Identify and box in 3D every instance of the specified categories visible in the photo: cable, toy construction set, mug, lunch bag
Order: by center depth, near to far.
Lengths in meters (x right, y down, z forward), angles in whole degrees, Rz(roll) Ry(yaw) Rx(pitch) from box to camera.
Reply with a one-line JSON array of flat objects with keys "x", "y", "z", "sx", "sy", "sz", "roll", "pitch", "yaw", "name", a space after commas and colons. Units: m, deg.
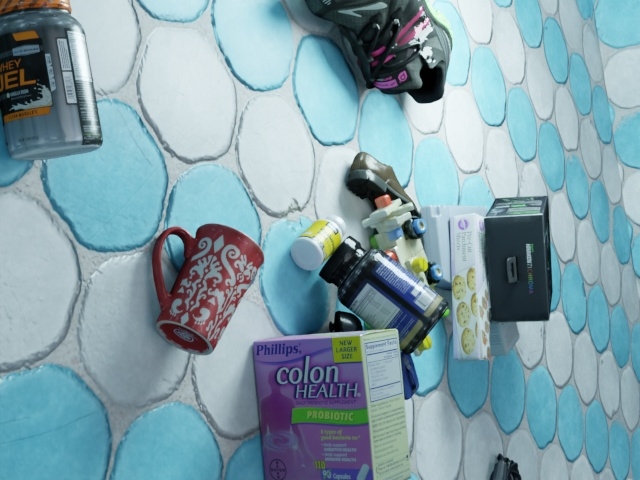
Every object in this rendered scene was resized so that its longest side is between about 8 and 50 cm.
[{"x": -0.183, "y": 0.069, "z": 1.309, "sx": 0.113, "sy": 0.150, "sz": 0.169, "roll": 97, "pitch": 14, "yaw": -58, "name": "mug"}, {"x": 0.151, "y": 0.059, "z": 1.743, "sx": 0.215, "sy": 0.151, "sz": 0.327, "roll": -29, "pitch": 114, "yaw": -48, "name": "toy construction set"}, {"x": 0.157, "y": 0.273, "z": 1.768, "sx": 0.067, "sy": 0.065, "sz": 0.098, "roll": -37, "pitch": 113, "yaw": -52, "name": "lunch bag"}, {"x": 0.443, "y": 0.617, "z": 2.141, "sx": 0.150, "sy": 0.047, "sz": 0.184, "roll": 52, "pitch": 42, "yaw": -43, "name": "cable"}]

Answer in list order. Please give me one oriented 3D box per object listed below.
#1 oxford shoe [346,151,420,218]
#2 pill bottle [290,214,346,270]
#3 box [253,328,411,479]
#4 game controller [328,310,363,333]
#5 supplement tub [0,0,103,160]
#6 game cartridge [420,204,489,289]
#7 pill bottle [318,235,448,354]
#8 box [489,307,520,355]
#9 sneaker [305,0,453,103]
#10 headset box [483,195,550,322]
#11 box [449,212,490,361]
[{"x": 0.139, "y": -0.107, "z": 1.804, "sx": 0.227, "sy": 0.083, "sz": 0.096, "roll": 42, "pitch": 46, "yaw": -45, "name": "oxford shoe"}, {"x": 0.000, "y": 0.000, "z": 1.594, "sx": 0.116, "sy": 0.065, "sz": 0.065, "roll": -45, "pitch": 120, "yaw": -50, "name": "pill bottle"}, {"x": 0.017, "y": 0.272, "z": 1.434, "sx": 0.117, "sy": 0.213, "sz": 0.243, "roll": 1, "pitch": 83, "yaw": -56, "name": "box"}, {"x": 0.051, "y": 0.283, "z": 1.573, "sx": 0.166, "sy": 0.067, "sz": 0.319, "roll": 17, "pitch": 67, "yaw": -80, "name": "game controller"}, {"x": -0.341, "y": -0.200, "z": 1.095, "sx": 0.117, "sy": 0.117, "sz": 0.190, "roll": -13, "pitch": 93, "yaw": -55, "name": "supplement tub"}, {"x": 0.325, "y": 0.017, "z": 2.073, "sx": 0.297, "sy": 0.062, "sz": 0.198, "roll": -1, "pitch": 89, "yaw": -55, "name": "game cartridge"}, {"x": 0.110, "y": 0.093, "z": 1.593, "sx": 0.219, "sy": 0.123, "sz": 0.123, "roll": 39, "pitch": 40, "yaw": 7, "name": "pill bottle"}, {"x": 0.403, "y": 0.215, "z": 2.102, "sx": 0.102, "sy": 0.101, "sz": 0.087, "roll": -34, "pitch": 112, "yaw": -52, "name": "box"}, {"x": 0.141, "y": -0.405, "z": 1.774, "sx": 0.483, "sy": 0.185, "sz": 0.202, "roll": 17, "pitch": 66, "yaw": -52, "name": "sneaker"}, {"x": 0.462, "y": 0.039, "z": 2.047, "sx": 0.283, "sy": 0.131, "sz": 0.246, "roll": -39, "pitch": 124, "yaw": -70, "name": "headset box"}, {"x": 0.330, "y": 0.105, "z": 1.962, "sx": 0.063, "sy": 0.067, "sz": 0.324, "roll": 15, "pitch": 73, "yaw": -54, "name": "box"}]
